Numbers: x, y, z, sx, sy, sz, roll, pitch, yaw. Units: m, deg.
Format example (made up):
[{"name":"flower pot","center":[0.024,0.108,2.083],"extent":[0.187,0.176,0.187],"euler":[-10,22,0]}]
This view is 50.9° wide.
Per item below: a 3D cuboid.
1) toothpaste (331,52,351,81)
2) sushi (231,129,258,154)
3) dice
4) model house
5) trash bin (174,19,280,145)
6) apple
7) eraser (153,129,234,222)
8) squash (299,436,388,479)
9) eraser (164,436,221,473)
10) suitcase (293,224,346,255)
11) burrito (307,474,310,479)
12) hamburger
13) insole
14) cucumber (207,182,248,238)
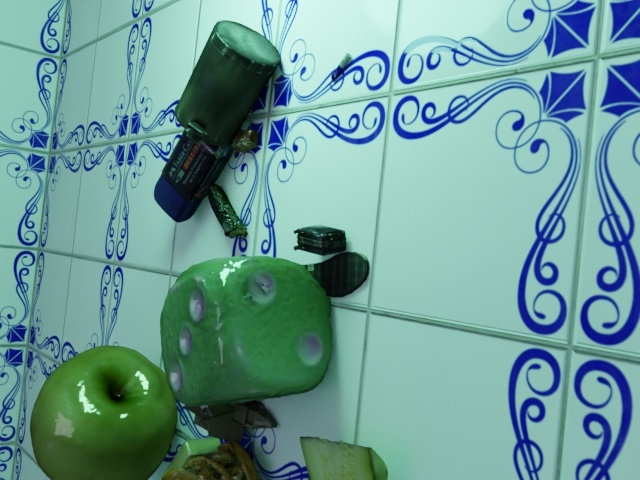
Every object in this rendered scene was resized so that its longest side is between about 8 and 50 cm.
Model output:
[{"name":"toothpaste","center":[0.050,-0.434,1.687],"extent":[0.083,0.015,0.024],"euler":[-48,42,42]},{"name":"sushi","center":[-0.221,-0.286,1.970],"extent":[0.120,0.052,0.055],"euler":[-10,62,48]},{"name":"dice","center":[-0.185,0.221,1.624],"extent":[0.322,0.318,0.330],"euler":[-21,71,48]},{"name":"model house","center":[-0.223,0.453,1.792],"extent":[0.248,0.176,0.180],"euler":[13,96,35]},{"name":"trash bin","center":[-0.271,-0.448,1.938],"extent":[0.301,0.203,0.252],"euler":[-53,7,33]},{"name":"apple","center":[-0.677,0.573,2.103],"extent":[0.474,0.474,0.473],"euler":[-11,76,50]},{"name":"eraser","center":[-0.405,-0.221,2.109],"extent":[0.155,0.101,0.332],"euler":[45,122,10]},{"name":"squash","center":[0.052,0.533,1.417],"extent":[0.237,0.204,0.155],"euler":[-9,43,52]},{"name":"eraser","center":[-0.368,0.646,1.952],"extent":[0.172,0.117,0.058],"euler":[-58,45,28]},{"name":"suitcase","center":[0.000,0.000,1.625],"extent":[0.126,0.086,0.059],"euler":[14,110,51]},{"name":"burrito","center":[0.013,0.606,1.548],"extent":[0.058,0.045,0.188],"euler":[-38,50,10]},{"name":"hamburger","center":[-0.281,0.669,1.760],"extent":[0.261,0.211,0.245],"euler":[-10,96,50]},{"name":"insole","center":[0.011,0.086,1.656],"extent":[0.309,0.012,0.110],"euler":[-7,80,50]},{"name":"cucumber","center":[-0.289,-0.088,2.016],"extent":[0.067,0.067,0.245],"euler":[-60,42,25]}]
